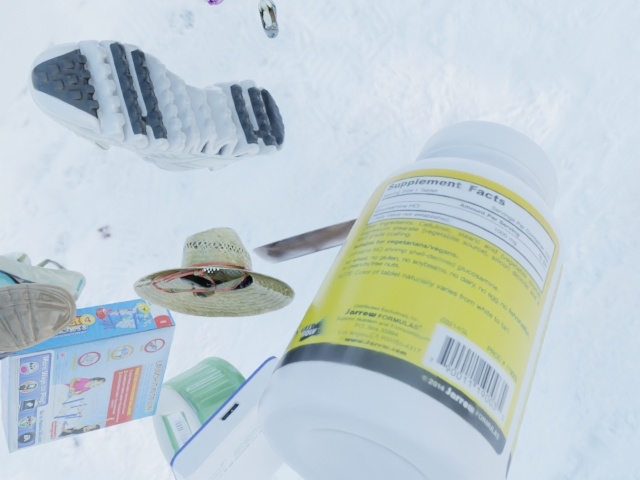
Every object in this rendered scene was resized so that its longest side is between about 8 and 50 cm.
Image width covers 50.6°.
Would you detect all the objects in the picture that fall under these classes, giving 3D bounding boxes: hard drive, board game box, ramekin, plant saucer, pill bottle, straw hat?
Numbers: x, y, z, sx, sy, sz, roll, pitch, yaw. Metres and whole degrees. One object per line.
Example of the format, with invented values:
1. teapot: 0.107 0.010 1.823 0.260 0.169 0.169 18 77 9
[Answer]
1. hard drive: -0.127 0.337 1.053 0.040 0.319 0.210 32 56 22
2. board game box: -0.466 0.264 1.348 0.086 0.301 0.308 55 138 36
3. ramekin: -0.276 0.447 1.628 0.303 0.148 0.304 18 116 43
4. plant saucer: 0.000 0.000 1.522 0.310 0.310 0.050 -15 90 15
5. pill bottle: 0.099 0.052 0.582 0.187 0.334 0.188 19 142 16
6. straw hat: -0.093 0.021 0.610 0.144 0.144 0.061 -9 66 15

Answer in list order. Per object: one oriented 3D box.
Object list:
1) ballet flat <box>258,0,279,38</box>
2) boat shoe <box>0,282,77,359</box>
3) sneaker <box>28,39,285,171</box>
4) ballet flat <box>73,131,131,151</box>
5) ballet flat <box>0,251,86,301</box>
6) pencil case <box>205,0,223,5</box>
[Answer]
1. ballet flat: -0.114 -0.492 1.466 0.041 0.041 0.115 -21 66 15
2. boat shoe: -0.523 0.143 1.049 0.285 0.092 0.103 -22 86 -19
3. sneaker: -0.168 -0.119 0.699 0.118 0.292 0.110 -22 73 35
4. ballet flat: -0.285 -0.160 0.963 0.206 0.073 0.067 -3 102 -29
5. ballet flat: -0.562 0.065 1.305 0.248 0.086 0.086 14 96 15
6. pencil case: -0.142 -0.268 0.595 0.151 0.064 0.070 23 74 -19
